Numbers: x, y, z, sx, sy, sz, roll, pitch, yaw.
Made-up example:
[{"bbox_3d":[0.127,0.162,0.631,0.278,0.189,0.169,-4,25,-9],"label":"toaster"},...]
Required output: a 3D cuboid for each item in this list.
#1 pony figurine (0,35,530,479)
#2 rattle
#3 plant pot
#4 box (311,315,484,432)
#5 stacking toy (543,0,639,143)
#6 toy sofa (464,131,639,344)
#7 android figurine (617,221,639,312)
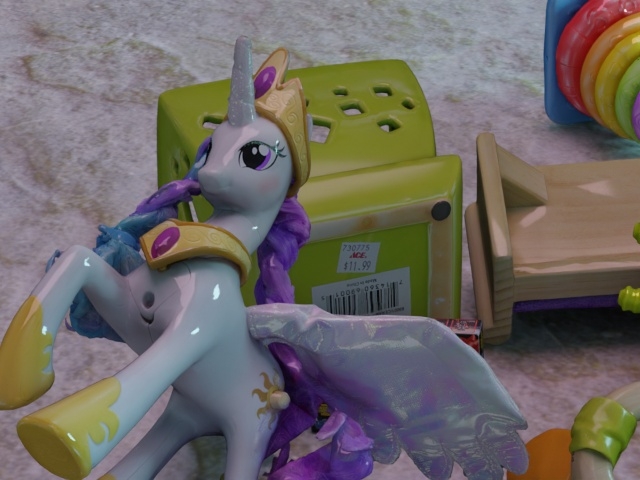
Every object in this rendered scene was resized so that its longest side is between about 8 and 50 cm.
[{"bbox_3d":[-0.057,0.091,1.196,0.303,0.351,0.363,3,44,33],"label":"pony figurine"},{"bbox_3d":[0.254,0.179,1.261,0.200,0.143,0.130,4,54,-18],"label":"rattle"},{"bbox_3d":[0.000,0.000,1.478,0.228,0.227,0.207,-10,32,-15],"label":"plant pot"},{"bbox_3d":[0.058,0.106,1.376,0.137,0.094,0.027,1,24,12],"label":"box"},{"bbox_3d":[0.356,-0.151,1.838,0.166,0.175,0.302,-10,32,-11],"label":"stacking toy"},{"bbox_3d":[0.311,0.005,1.535,0.362,0.177,0.150,-4,49,0],"label":"toy sofa"},{"bbox_3d":[0.367,0.050,1.363,0.273,0.056,0.248,15,62,9],"label":"android figurine"}]
